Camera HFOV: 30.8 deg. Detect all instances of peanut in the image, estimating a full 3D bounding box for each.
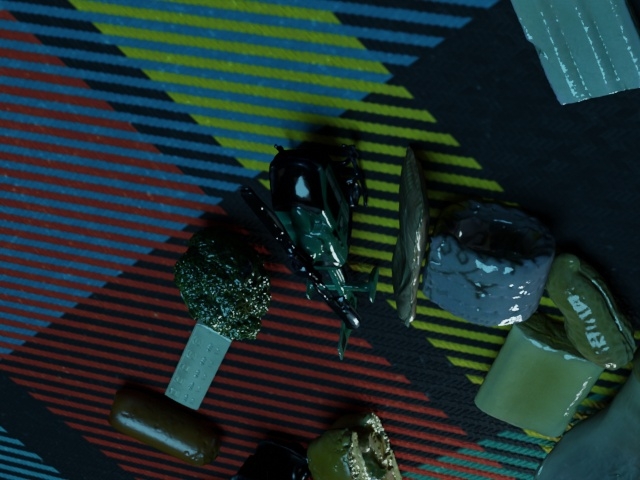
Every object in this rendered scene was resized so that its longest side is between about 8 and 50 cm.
[{"bbox_3d":[0.336,0.089,1.463,0.080,0.080,0.174,-21,110,35],"label":"peanut"}]

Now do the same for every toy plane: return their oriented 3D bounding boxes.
[{"bbox_3d":[0.000,0.000,1.477,0.106,0.155,0.382,3,147,18],"label":"toy plane"}]

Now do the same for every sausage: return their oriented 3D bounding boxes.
[{"bbox_3d":[-0.254,0.307,1.899,0.197,0.076,0.076,27,134,-4],"label":"sausage"}]

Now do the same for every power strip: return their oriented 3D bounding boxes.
[{"bbox_3d":[-0.184,0.184,1.793,0.060,0.027,0.253,26,134,-2],"label":"power strip"}]

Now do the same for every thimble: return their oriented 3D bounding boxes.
[{"bbox_3d":[0.205,0.030,1.430,0.151,0.127,0.118,19,132,15],"label":"thimble"}]

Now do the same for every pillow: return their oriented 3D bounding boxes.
[{"bbox_3d":[0.110,0.000,1.441,0.034,0.135,0.211,-2,132,-6],"label":"pillow"}]

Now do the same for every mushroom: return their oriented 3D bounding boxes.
[{"bbox_3d":[0.410,0.260,1.553,0.159,0.122,0.329,7,133,-9],"label":"mushroom"}]

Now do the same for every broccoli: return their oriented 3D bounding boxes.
[{"bbox_3d":[-0.131,0.064,1.586,0.162,0.146,0.138,45,139,-11],"label":"broccoli"}]

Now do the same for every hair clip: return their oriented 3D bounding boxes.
[{"bbox_3d":[-0.087,0.469,1.917,0.206,0.194,0.310,41,135,1],"label":"hair clip"}]

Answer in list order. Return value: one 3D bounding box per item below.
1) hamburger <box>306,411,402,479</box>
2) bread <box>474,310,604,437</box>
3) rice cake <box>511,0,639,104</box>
[{"bbox_3d":[0.052,0.373,1.798,0.130,0.124,0.262,-2,128,24],"label":"hamburger"},{"bbox_3d":[0.297,0.184,1.574,0.139,0.060,0.178,22,134,2],"label":"bread"},{"bbox_3d":[0.261,-0.250,1.218,0.127,0.043,0.237,-11,124,29],"label":"rice cake"}]
